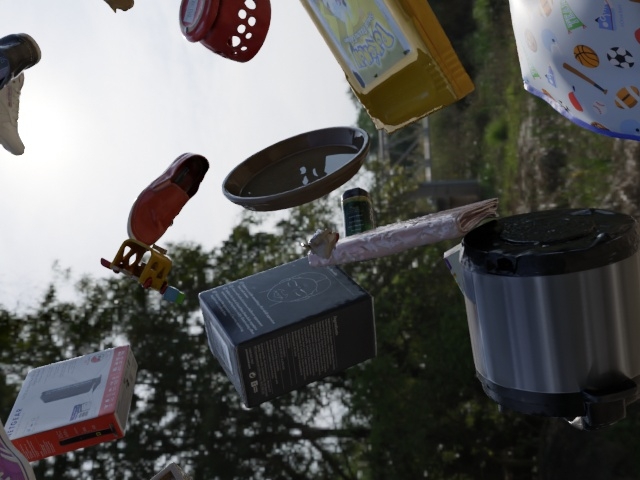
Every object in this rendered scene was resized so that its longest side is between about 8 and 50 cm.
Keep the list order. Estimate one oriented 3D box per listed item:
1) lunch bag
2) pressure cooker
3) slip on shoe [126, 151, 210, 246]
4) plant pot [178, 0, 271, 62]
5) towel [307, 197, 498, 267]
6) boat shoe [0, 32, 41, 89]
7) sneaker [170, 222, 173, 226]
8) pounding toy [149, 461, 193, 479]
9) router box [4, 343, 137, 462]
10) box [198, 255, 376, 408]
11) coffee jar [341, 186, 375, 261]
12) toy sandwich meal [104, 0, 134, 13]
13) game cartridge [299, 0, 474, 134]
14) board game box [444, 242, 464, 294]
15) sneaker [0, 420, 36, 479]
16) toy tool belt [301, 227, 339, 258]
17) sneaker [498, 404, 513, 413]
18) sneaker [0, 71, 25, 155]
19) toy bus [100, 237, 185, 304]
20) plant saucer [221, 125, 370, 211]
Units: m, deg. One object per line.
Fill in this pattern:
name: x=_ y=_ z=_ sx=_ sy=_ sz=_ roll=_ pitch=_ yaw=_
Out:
lunch bag: x=0.520 y=-0.380 z=1.262 sx=0.385 sy=0.239 sz=0.328 roll=-112 pitch=-4 yaw=-55
pressure cooker: x=0.485 y=0.168 z=1.456 sx=0.370 sy=0.375 sz=0.420 roll=-26 pitch=-70 yaw=-51
slip on shoe: x=-0.416 y=-0.120 z=1.942 sx=0.123 sy=0.101 sz=0.331 roll=46 pitch=-120 yaw=-25
plant pot: x=-0.239 y=-0.548 z=1.730 sx=0.174 sy=0.191 sz=0.191 roll=7 pitch=-103 yaw=-41
towel: x=0.186 y=-0.014 z=1.487 sx=0.317 sy=0.332 sz=0.053 roll=-17 pitch=-89 yaw=-60
boat shoe: x=-0.786 y=-0.383 z=1.633 sx=0.112 sy=0.335 sz=0.095 roll=60 pitch=-147 yaw=-18
sneaker: x=-0.488 y=-0.070 z=2.253 sx=0.037 sy=0.032 sz=0.083 roll=-94 pitch=4 yaw=-46
pounding toy: x=-0.202 y=0.467 z=1.136 sx=0.206 sy=0.181 sz=0.094 roll=39 pitch=162 yaw=43
router box: x=-0.667 y=0.436 z=1.909 sx=0.335 sy=0.301 sz=0.082 roll=-111 pitch=7 yaw=-66
box: x=-0.090 y=0.231 z=1.936 sx=0.293 sy=0.395 sz=0.212 roll=42 pitch=145 yaw=53
coffee jar: x=0.101 y=-0.043 z=1.842 sx=0.096 sy=0.079 sz=0.184 roll=49 pitch=-148 yaw=-57
toy sandwich meal: x=-0.491 y=-0.580 z=1.699 sx=0.029 sy=0.086 sz=0.085 roll=-45 pitch=33 yaw=47
game cartridge: x=0.083 y=-0.334 z=1.125 sx=0.323 sy=0.053 sz=0.285 roll=59 pitch=163 yaw=-6
board game box: x=0.437 y=0.069 z=1.961 sx=0.144 sy=0.142 sz=0.275 roll=62 pitch=-170 yaw=3
sneaker: x=-0.784 y=0.519 z=1.624 sx=0.282 sy=0.102 sz=0.161 roll=46 pitch=-163 yaw=17
toy tool belt: x=0.000 y=0.000 z=1.262 sx=0.083 sy=0.051 sz=0.052 roll=-52 pitch=-29 yaw=-65
sneaker: x=0.567 y=0.383 z=1.985 sx=0.083 sy=0.222 sz=0.118 roll=35 pitch=148 yaw=40
sneaker: x=-0.836 y=-0.373 z=1.864 sx=0.114 sy=0.152 sz=0.305 roll=-140 pitch=30 yaw=-67
toy bus: x=-0.412 y=0.060 z=1.703 sx=0.191 sy=0.202 sz=0.104 roll=31 pitch=-98 yaw=-31
plant saucer: x=-0.041 y=-0.126 z=1.249 sx=0.278 sy=0.278 sz=0.041 roll=-76 pitch=-30 yaw=-58
